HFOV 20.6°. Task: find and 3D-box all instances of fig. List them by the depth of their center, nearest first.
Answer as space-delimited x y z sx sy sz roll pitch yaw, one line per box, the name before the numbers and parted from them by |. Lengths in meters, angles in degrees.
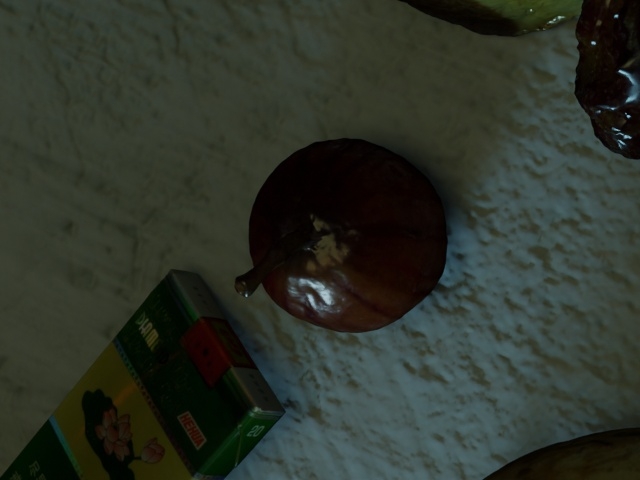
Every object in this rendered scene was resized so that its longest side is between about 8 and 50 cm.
fig | 0.001 -0.004 1.097 0.128 0.150 0.128 -26 60 59

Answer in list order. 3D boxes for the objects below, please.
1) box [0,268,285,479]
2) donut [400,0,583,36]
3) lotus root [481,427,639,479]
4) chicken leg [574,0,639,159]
box | -0.132 0.147 1.211 0.235 0.034 0.132 -50 54 21
donut | 0.080 -0.199 1.046 0.295 0.112 0.151 1 92 30
lotus root | 0.164 0.198 0.992 0.291 0.193 0.193 -20 84 25
chicken leg | 0.264 -0.166 0.947 0.177 0.083 0.322 29 111 -10
